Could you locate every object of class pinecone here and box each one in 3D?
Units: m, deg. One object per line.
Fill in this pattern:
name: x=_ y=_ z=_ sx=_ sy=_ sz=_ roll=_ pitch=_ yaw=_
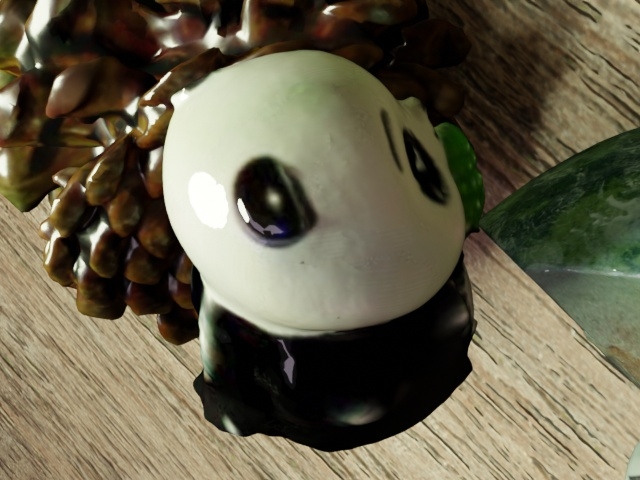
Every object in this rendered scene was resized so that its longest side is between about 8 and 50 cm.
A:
pinecone: x=-0.085 y=-0.132 z=1.156 sx=0.397 sy=0.397 sz=0.398 roll=32 pitch=136 yaw=36

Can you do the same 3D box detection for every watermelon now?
watermelon: x=0.289 y=0.060 z=0.945 sx=0.387 sy=0.228 sz=0.258 roll=22 pitch=133 yaw=34

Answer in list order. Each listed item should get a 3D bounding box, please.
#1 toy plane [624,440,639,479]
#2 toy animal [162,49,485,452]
toy plane: x=0.328 y=0.260 z=1.106 sx=0.267 sy=0.122 sz=0.267 roll=52 pitch=162 yaw=25
toy animal: x=0.009 y=-0.003 z=0.939 sx=0.212 sy=0.212 sz=0.267 roll=36 pitch=147 yaw=32
